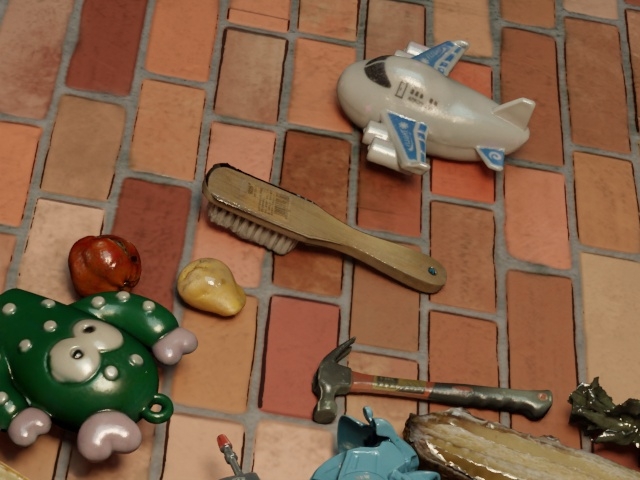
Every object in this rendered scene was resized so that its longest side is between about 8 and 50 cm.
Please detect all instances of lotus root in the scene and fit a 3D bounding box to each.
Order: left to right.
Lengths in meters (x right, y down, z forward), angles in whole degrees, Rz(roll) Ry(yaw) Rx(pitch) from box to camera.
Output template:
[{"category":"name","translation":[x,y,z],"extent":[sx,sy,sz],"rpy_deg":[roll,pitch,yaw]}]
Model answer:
[{"category":"lotus root","translation":[0.240,0.286,1.822],"extent":[0.329,0.078,0.167],"rpy_deg":[21,24,6]}]

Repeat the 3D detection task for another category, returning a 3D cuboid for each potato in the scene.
[{"category":"potato","translation":[-0.128,0.058,1.938],"extent":[0.083,0.062,0.068],"rpy_deg":[43,65,-5]}]

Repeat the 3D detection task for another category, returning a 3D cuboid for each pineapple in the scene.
[{"category":"pineapple","translation":[0.406,0.230,1.888],"extent":[0.251,0.125,0.125],"rpy_deg":[24,47,14]}]

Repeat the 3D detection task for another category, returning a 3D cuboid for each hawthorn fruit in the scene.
[{"category":"hawthorn fruit","translation":[-0.256,0.028,1.910],"extent":[0.093,0.093,0.093],"rpy_deg":[7,48,-8]}]

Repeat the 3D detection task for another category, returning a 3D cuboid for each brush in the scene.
[{"category":"brush","translation":[0.000,0.000,2.026],"extent":[0.327,0.065,0.070],"rpy_deg":[22,41,-8]}]

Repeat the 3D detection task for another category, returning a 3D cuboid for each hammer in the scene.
[{"category":"hammer","translation":[0.133,0.178,1.913],"extent":[0.287,0.033,0.111],"rpy_deg":[8,49,-8]}]

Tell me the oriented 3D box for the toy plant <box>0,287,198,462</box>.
[{"category":"toy plant","translation":[-0.265,0.141,1.787],"extent":[0.243,0.113,0.233],"rpy_deg":[9,46,1]}]

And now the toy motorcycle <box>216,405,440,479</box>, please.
[{"category":"toy motorcycle","translation":[0.002,0.272,1.731],"extent":[0.272,0.124,0.182],"rpy_deg":[-10,37,-16]}]

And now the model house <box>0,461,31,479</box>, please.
[{"category":"model house","translation":[-0.386,0.324,1.571],"extent":[0.326,0.169,0.244],"rpy_deg":[7,40,-15]}]

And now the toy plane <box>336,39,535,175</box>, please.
[{"category":"toy plane","translation":[0.150,-0.177,2.174],"extent":[0.266,0.123,0.267],"rpy_deg":[6,47,-6]}]
